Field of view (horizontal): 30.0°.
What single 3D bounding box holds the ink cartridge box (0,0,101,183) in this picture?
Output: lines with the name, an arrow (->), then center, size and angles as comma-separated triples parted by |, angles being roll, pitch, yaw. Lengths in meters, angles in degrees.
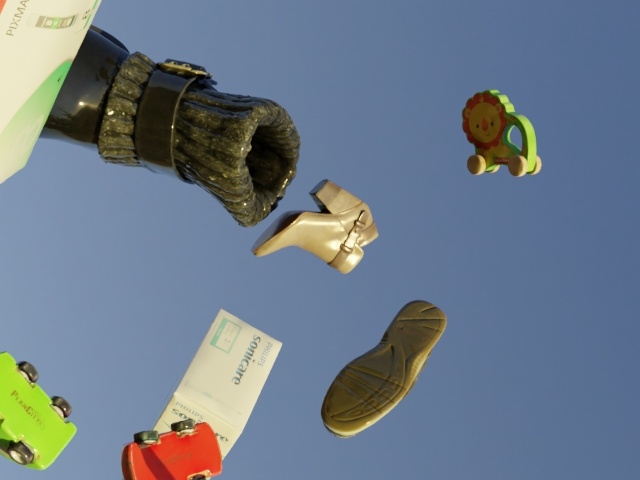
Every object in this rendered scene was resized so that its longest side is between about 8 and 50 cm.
ink cartridge box -> -0.231, -0.108, 0.835 | 0.056, 0.224, 0.181 | 29, -70, -5

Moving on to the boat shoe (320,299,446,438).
boat shoe -> 0.079, 0.165, 1.442 | 0.080, 0.223, 0.073 | 28, -38, 20

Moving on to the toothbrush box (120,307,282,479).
toothbrush box -> -0.200, 0.292, 1.953 | 0.126, 0.216, 0.295 | 31, -50, -4

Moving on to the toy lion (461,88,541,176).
toy lion -> 0.199, -0.122, 1.341 | 0.100, 0.034, 0.096 | 7, -77, 50

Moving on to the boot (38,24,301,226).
boot -> -0.180, -0.117, 1.071 | 0.260, 0.348, 0.131 | 30, -76, 19

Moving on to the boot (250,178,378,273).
boot -> 0.000, 0.000, 1.183 | 0.087, 0.118, 0.042 | 51, -6, -23

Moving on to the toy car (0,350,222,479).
toy car -> -0.211, 0.185, 0.982 | 0.053, 0.239, 0.225 | -20, -65, 44
